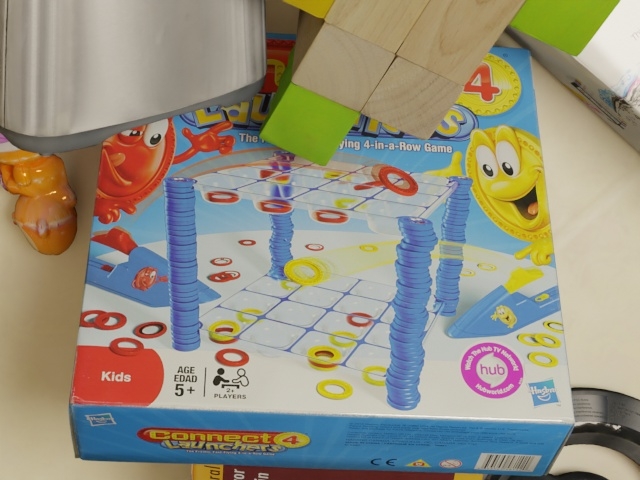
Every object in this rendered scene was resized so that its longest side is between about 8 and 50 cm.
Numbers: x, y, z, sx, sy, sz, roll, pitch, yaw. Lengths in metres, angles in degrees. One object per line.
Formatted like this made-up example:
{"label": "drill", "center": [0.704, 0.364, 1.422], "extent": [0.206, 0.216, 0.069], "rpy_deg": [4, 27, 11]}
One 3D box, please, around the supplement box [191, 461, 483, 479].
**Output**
{"label": "supplement box", "center": [0.003, 0.185, 0.909], "extent": [0.194, 0.129, 0.191], "rpy_deg": [2, 124, -4]}

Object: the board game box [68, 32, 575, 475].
{"label": "board game box", "center": [0.000, 0.000, 0.845], "extent": [0.308, 0.086, 0.302], "rpy_deg": [2, 57, -4]}

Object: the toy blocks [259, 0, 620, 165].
{"label": "toy blocks", "center": [0.093, -0.257, 0.770], "extent": [0.191, 0.261, 0.381], "rpy_deg": [22, 129, -15]}

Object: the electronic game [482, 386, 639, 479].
{"label": "electronic game", "center": [0.208, 0.231, 1.002], "extent": [0.229, 0.048, 0.229], "rpy_deg": [0, 98, -2]}

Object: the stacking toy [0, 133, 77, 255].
{"label": "stacking toy", "center": [-0.228, -0.127, 0.885], "extent": [0.166, 0.175, 0.302], "rpy_deg": [-12, 113, -7]}

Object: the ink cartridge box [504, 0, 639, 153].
{"label": "ink cartridge box", "center": [0.261, -0.157, 0.883], "extent": [0.232, 0.168, 0.171], "rpy_deg": [40, 96, -9]}

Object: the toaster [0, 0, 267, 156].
{"label": "toaster", "center": [-0.119, -0.155, 0.765], "extent": [0.227, 0.129, 0.146], "rpy_deg": [-20, 128, -34]}
